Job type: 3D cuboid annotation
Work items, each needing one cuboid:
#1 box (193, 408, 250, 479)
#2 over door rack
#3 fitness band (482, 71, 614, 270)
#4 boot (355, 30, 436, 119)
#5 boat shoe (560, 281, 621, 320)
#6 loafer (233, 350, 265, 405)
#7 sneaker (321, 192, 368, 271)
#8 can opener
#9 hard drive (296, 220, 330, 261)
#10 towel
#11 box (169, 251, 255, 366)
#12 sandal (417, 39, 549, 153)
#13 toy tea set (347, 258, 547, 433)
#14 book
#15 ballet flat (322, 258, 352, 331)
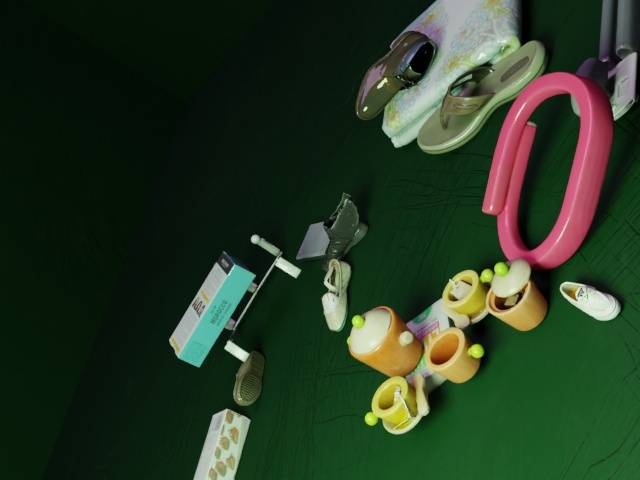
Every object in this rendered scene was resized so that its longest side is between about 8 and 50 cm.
[{"bbox_3d":[-0.221,0.502,1.697,0.067,0.063,0.324,-35,32,46],"label":"box"},{"bbox_3d":[-0.168,0.116,1.958,0.239,0.108,0.324,-59,13,1],"label":"over door rack"},{"bbox_3d":[0.332,-0.100,1.236,0.209,0.054,0.290,20,99,64],"label":"fitness band"},{"bbox_3d":[0.155,-0.341,1.750,0.219,0.082,0.106,-56,22,5],"label":"boot"},{"bbox_3d":[0.351,0.076,1.104,0.035,0.035,0.100,-57,23,2],"label":"boat shoe"},{"bbox_3d":[-0.157,0.306,1.828,0.050,0.056,0.148,-45,16,34],"label":"loafer"},{"bbox_3d":[0.034,-0.014,1.786,0.170,0.089,0.051,-48,25,22],"label":"sneaker"},{"bbox_3d":[0.452,-0.297,1.298,0.074,0.093,0.280,-37,29,54],"label":"can opener"},{"bbox_3d":[0.000,0.000,1.924,0.135,0.022,0.094,-12,51,60],"label":"hard drive"},{"bbox_3d":[0.278,-0.402,1.786,0.374,0.090,0.320,-37,34,41],"label":"towel"},{"bbox_3d":[-0.245,0.153,1.890,0.244,0.060,0.100,-58,28,4],"label":"box"},{"bbox_3d":[0.291,-0.282,1.590,0.303,0.086,0.120,-40,37,32],"label":"sandal"},{"bbox_3d":[0.167,0.123,1.249,0.336,0.124,0.200,-41,27,17],"label":"toy tea set"},{"bbox_3d":[0.178,0.169,1.349,0.096,0.035,0.144,-41,27,26],"label":"book"},{"bbox_3d":[0.026,0.109,1.698,0.057,0.052,0.168,-38,31,39],"label":"ballet flat"}]
